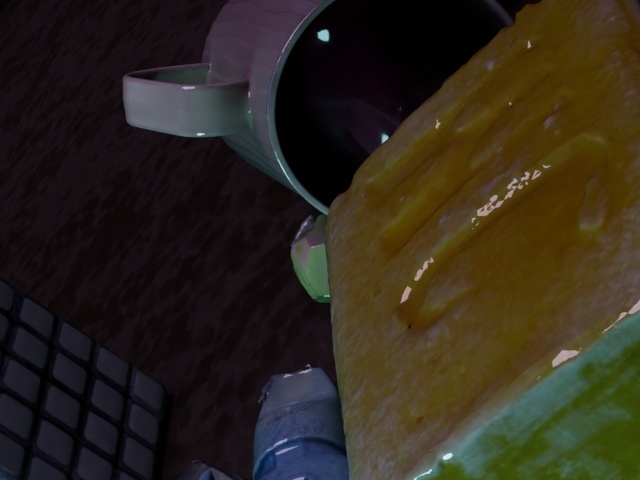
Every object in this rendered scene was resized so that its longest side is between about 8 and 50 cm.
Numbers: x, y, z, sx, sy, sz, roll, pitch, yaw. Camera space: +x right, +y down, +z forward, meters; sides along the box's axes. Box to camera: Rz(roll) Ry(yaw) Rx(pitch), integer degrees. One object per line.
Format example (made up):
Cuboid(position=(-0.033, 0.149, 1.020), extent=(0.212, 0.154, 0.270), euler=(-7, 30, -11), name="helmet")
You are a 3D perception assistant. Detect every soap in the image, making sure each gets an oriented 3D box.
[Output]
Cuboid(position=(0.144, 0.021, 0.852), extent=(0.293, 0.156, 0.335), euler=(-40, 30, 24), name="soap")

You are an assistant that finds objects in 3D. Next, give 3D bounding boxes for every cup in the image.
Cuboid(position=(-0.001, -0.116, 1.178), extent=(0.288, 0.208, 0.273), euler=(-34, 22, -10), name="cup")

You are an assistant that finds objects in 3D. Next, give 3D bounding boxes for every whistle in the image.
Cuboid(position=(-0.007, 0.179, 0.944), extent=(0.180, 0.093, 0.269), euler=(-22, 28, 10), name="whistle")

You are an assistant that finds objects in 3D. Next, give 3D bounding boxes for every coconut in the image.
Cuboid(position=(0.015, 0.015, 1.162), extent=(0.083, 0.081, 0.082), euler=(-14, -2, -39), name="coconut")

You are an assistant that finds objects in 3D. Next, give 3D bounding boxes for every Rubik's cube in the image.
Cuboid(position=(-0.304, 0.212, 1.258), extent=(0.237, 0.237, 0.238), euler=(-41, 28, 26), name="Rubik's cube")

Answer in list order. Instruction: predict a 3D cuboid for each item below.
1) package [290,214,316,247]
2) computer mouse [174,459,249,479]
Cuboid(position=(0.000, 0.000, 1.279), extent=(0.037, 0.015, 0.110), euler=(-59, 24, -2), name="package")
Cuboid(position=(-0.098, 0.227, 1.080), extent=(0.126, 0.071, 0.231), euler=(-59, 25, -15), name="computer mouse")
